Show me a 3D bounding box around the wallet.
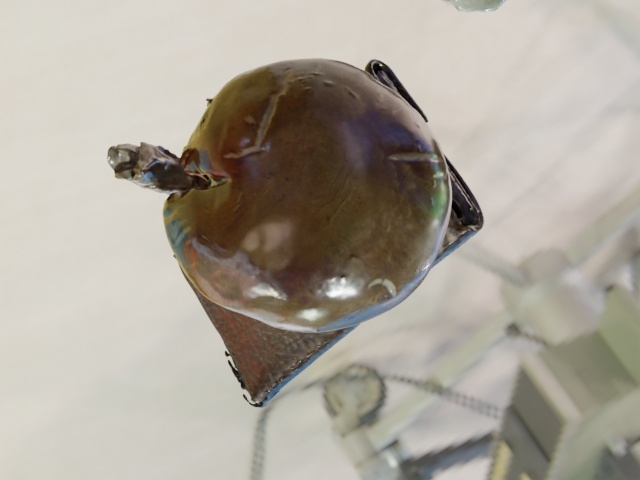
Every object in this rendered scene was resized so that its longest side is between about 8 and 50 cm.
[{"bbox_3d":[0.000,0.000,1.195,0.039,0.133,0.243,-17,160,-49],"label":"wallet"}]

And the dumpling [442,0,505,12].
[{"bbox_3d":[0.098,-0.242,1.161,0.150,0.176,0.092,-22,135,-4],"label":"dumpling"}]

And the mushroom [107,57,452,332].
[{"bbox_3d":[-0.023,-0.027,0.857,0.170,0.135,0.080,8,159,16],"label":"mushroom"}]
